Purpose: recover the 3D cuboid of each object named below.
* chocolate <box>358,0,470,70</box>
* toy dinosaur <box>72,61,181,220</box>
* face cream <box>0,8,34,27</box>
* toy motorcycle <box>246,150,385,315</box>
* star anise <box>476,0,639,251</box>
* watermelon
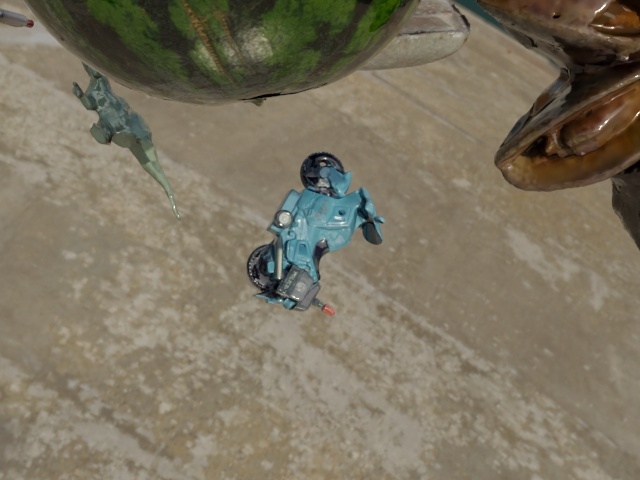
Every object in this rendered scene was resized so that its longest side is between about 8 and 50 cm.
[{"bbox_3d":[0.075,-0.336,1.323,0.303,0.100,0.185,-7,47,-16],"label":"chocolate"},{"bbox_3d":[-0.244,-0.136,1.056,0.242,0.053,0.167,53,4,-15],"label":"toy dinosaur"},{"bbox_3d":[-0.483,-0.346,1.280,0.040,0.021,0.083,7,6,24],"label":"face cream"},{"bbox_3d":[0.000,0.000,1.346,0.182,0.272,0.123,32,-13,-10],"label":"toy motorcycle"},{"bbox_3d":[0.257,-0.132,0.567,0.315,0.315,0.108,22,5,-20],"label":"star anise"},{"bbox_3d":[-0.060,-0.220,0.491,0.285,0.285,0.285,25,24,-12],"label":"watermelon"}]
